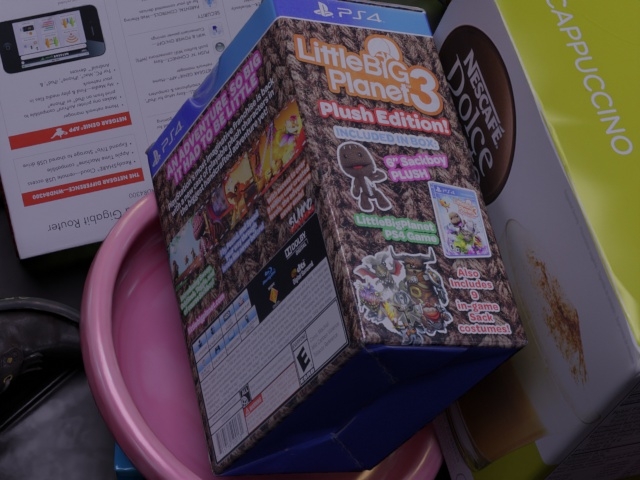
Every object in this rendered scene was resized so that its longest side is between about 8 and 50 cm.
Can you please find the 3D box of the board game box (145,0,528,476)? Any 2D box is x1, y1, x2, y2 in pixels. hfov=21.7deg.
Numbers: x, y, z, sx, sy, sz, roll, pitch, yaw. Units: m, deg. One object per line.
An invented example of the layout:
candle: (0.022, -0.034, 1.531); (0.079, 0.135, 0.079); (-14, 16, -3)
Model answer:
board game box: (0.000, 0.000, 1.261); (0.141, 0.232, 0.291); (3, 60, -32)

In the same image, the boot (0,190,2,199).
boot: (-0.341, -0.116, 1.570); (0.137, 0.077, 0.198); (-19, 59, -8)

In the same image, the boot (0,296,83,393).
boot: (-0.300, 0.159, 1.373); (0.263, 0.091, 0.229); (9, 75, -37)

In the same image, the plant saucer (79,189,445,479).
plant saucer: (-0.048, 0.102, 1.376); (0.332, 0.084, 0.332); (17, 53, -23)

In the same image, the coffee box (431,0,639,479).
coffee box: (0.267, -0.009, 1.318); (0.338, 0.334, 0.337); (-9, 64, -21)

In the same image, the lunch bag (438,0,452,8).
lunch bag: (0.235, -0.269, 1.588); (0.303, 0.243, 0.115); (32, 62, 18)

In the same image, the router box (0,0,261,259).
router box: (-0.143, -0.164, 1.505); (0.335, 0.082, 0.301); (-12, 93, -12)

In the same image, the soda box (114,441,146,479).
soda box: (-0.134, 0.115, 1.430); (0.071, 0.067, 0.210); (0, 58, -2)
